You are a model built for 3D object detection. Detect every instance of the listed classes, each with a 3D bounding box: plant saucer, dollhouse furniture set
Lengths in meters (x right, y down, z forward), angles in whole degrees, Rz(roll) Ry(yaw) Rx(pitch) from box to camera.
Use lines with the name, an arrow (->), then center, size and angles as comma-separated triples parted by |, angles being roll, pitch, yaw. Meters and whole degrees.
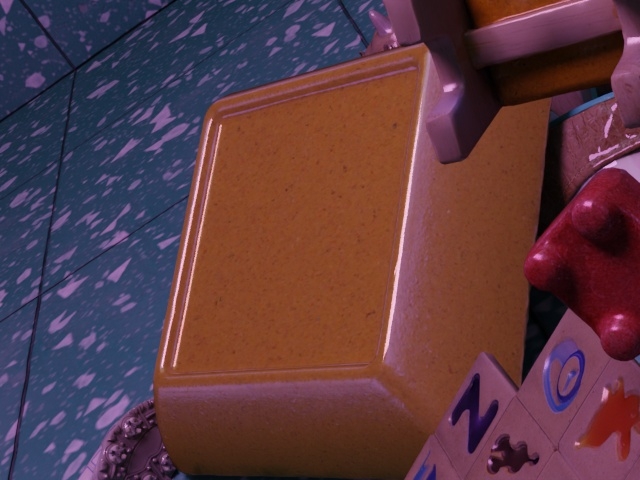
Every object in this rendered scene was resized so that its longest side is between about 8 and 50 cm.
plant saucer -> 0.000, 0.000, 0.937 | 0.332, 0.081, 0.333 | -9, 64, 44
dollhouse furniture set -> 0.239, -0.058, 0.485 | 0.374, 0.201, 0.152 | -9, 18, 37

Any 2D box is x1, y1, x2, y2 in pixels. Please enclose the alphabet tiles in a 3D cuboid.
alphabet tiles -> 0.088, 0.192, 0.580 | 0.285, 0.011, 0.342 | -61, 20, 12

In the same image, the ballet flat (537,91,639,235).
ballet flat -> 0.271, -0.056, 0.866 | 0.342, 0.116, 0.124 | -23, 46, 20

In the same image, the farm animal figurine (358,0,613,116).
farm animal figurine -> 0.113, -0.130, 1.105 | 0.326, 0.172, 0.330 | -23, 27, 28

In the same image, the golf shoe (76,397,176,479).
golf shoe -> -0.176, 0.197, 1.030 | 0.086, 0.069, 0.176 | -20, 27, 45
